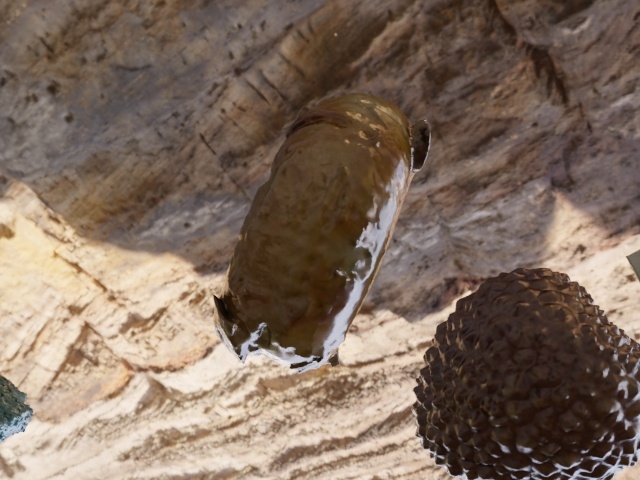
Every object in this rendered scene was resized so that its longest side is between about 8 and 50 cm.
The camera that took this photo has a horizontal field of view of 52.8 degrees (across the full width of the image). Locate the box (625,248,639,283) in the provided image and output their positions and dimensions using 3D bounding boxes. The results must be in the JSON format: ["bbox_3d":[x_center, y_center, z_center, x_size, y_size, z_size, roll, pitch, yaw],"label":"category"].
[{"bbox_3d":[0.280,0.006,0.384,0.167,0.024,0.090,-37,-135,32],"label":"box"}]

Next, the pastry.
[{"bbox_3d":[0.000,0.000,0.491,0.100,0.218,0.229,22,-128,3],"label":"pastry"}]

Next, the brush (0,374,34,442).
[{"bbox_3d":[-0.217,0.030,0.300,0.196,0.070,0.021,38,-78,15],"label":"brush"}]

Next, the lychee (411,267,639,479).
[{"bbox_3d":[0.227,0.168,0.731,0.271,0.271,0.271,-22,-140,21],"label":"lychee"}]
